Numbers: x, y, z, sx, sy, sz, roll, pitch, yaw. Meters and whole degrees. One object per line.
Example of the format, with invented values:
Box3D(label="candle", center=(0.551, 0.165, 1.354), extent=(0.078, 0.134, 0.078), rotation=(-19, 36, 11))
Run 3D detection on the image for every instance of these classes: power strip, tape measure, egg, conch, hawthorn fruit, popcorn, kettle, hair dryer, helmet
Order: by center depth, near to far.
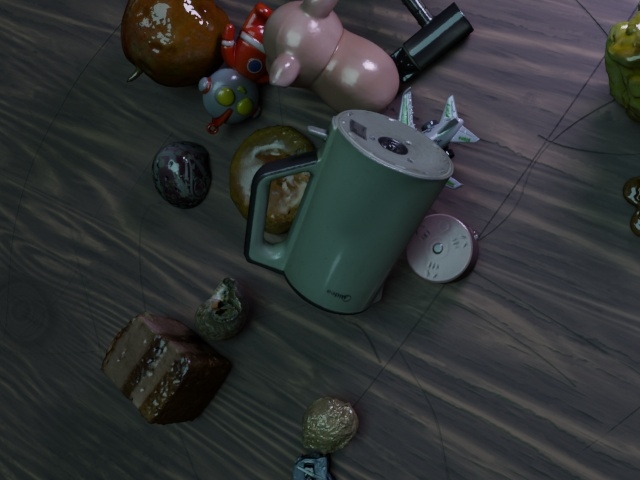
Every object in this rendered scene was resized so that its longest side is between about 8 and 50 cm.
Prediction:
Box3D(label="popcorn", center=(0.653, -0.330, 1.245), extent=(0.293, 0.237, 0.293), rotation=(0, 91, 25))
Box3D(label="kettle", center=(0.030, -0.063, 1.414), extent=(0.361, 0.250, 0.376), rotation=(16, 122, -13))
Box3D(label="power strip", center=(0.266, 0.018, 1.483), extent=(0.154, 0.078, 0.154), rotation=(-2, 85, 25))
Box3D(label="hair dryer", center=(0.190, -0.506, 1.523), extent=(0.195, 0.078, 0.248), rotation=(-36, 93, 18))
Box3D(label="egg", center=(0.019, 0.415, 1.547), extent=(0.140, 0.116, 0.118), rotation=(-22, 49, 21))
Box3D(label="tape measure", center=(-0.016, 0.538, 1.586), extent=(0.094, 0.054, 0.091), rotation=(-16, 81, 14))
Box3D(label="conch", center=(-0.237, 0.164, 1.667), extent=(0.130, 0.207, 0.155), rotation=(-4, 75, -20))
Box3D(label="hawthorn fruit", center=(-0.375, -0.497, 1.698), extent=(0.298, 0.277, 0.277), rotation=(-44, 69, -1))
Box3D(label="helmet", center=(-0.373, -0.176, 1.776), extent=(0.153, 0.107, 0.177), rotation=(-8, 82, 21))

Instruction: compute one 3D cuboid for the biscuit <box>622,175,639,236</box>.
Box3D(label="biscuit", center=(0.711, -0.087, 1.312), extent=(0.236, 0.039, 0.180), rotation=(-15, 79, 21))

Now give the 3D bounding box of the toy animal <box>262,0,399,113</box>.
Box3D(label="toy animal", center=(0.018, -0.398, 1.524), extent=(0.326, 0.269, 0.237), rotation=(34, 95, 19))

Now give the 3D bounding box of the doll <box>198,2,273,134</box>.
Box3D(label="doll", center=(-0.189, -0.403, 1.670), extent=(0.336, 0.200, 0.105), rotation=(-54, 38, 16))

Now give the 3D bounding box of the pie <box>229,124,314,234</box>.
Box3D(label="pie", center=(-0.110, -0.152, 1.674), extent=(0.273, 0.069, 0.273), rotation=(-1, 89, 20))

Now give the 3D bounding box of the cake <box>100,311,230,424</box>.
Box3D(label="cake", center=(-0.400, 0.297, 1.712), extent=(0.293, 0.196, 0.199), rotation=(37, 100, 27))

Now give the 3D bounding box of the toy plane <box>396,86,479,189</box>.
Box3D(label="toy plane", center=(0.216, -0.198, 1.511), extent=(0.255, 0.101, 0.251), rotation=(-32, 74, 23))
